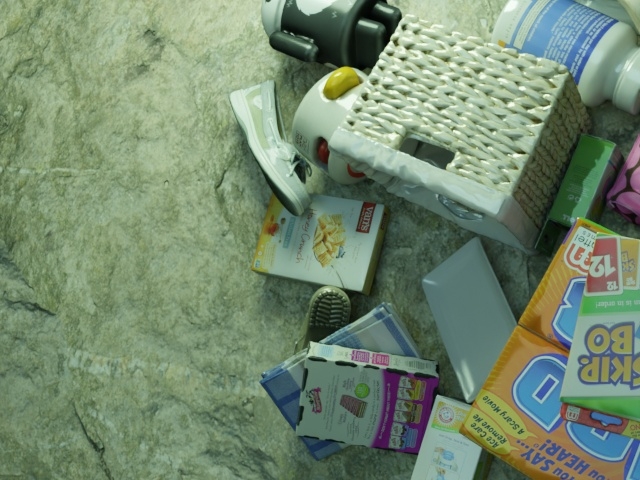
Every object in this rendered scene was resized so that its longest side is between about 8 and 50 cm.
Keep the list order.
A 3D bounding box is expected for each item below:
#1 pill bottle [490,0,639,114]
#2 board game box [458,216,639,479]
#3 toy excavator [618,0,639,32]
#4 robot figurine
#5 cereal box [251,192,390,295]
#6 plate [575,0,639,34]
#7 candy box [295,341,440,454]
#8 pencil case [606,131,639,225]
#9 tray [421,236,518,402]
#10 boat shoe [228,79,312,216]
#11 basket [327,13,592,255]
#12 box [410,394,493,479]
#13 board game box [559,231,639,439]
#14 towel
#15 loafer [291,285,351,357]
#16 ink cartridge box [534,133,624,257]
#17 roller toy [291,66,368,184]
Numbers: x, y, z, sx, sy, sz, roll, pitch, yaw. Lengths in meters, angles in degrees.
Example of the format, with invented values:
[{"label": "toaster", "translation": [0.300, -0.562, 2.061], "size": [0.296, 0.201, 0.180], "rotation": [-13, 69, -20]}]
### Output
[{"label": "pill bottle", "translation": [0.442, -0.321, 1.723], "size": [0.272, 0.152, 0.152], "rotation": [33, 96, 25]}, {"label": "board game box", "translation": [0.485, 0.225, 1.504], "size": [0.356, 0.356, 0.356], "rotation": [30, 94, 25]}, {"label": "toy excavator", "translation": [0.431, -0.520, 1.674], "size": [0.222, 0.433, 0.445], "rotation": [-39, 97, 10]}, {"label": "robot figurine", "translation": [0.019, -0.422, 1.915], "size": [0.278, 0.209, 0.174], "rotation": [25, 105, 25]}, {"label": "cereal box", "translation": [0.000, 0.000, 1.919], "size": [0.240, 0.047, 0.173], "rotation": [9, 77, 26]}, {"label": "plate", "translation": [0.593, -0.492, 1.743], "size": [0.277, 0.045, 0.278], "rotation": [11, 86, 26]}, {"label": "candy box", "translation": [0.081, 0.277, 1.765], "size": [0.233, 0.071, 0.159], "rotation": [9, 108, 2]}, {"label": "pencil case", "translation": [0.554, -0.129, 1.679], "size": [0.098, 0.095, 0.209], "rotation": [25, 92, -6]}, {"label": "tray", "translation": [0.271, 0.136, 1.744], "size": [0.145, 0.030, 0.270], "rotation": [-42, 46, 28]}, {"label": "boat shoe", "translation": [-0.083, -0.186, 1.943], "size": [0.103, 0.118, 0.320], "rotation": [-26, 53, 0]}, {"label": "basket", "translation": [0.248, -0.173, 1.691], "size": [0.328, 0.331, 0.266], "rotation": [25, 91, 25]}, {"label": "box", "translation": [0.231, 0.377, 1.727], "size": [0.103, 0.114, 0.203], "rotation": [17, 88, 25]}, {"label": "board game box", "translation": [0.403, 0.127, 1.343], "size": [0.124, 0.039, 0.259], "rotation": [12, 88, 25]}, {"label": "towel", "translation": [0.057, 0.257, 1.817], "size": [0.285, 0.034, 0.209], "rotation": [-31, 102, 14]}, {"label": "loafer", "translation": [0.002, 0.205, 1.873], "size": [0.102, 0.092, 0.268], "rotation": [17, 106, 0]}, {"label": "ink cartridge box", "translation": [0.442, -0.065, 1.707], "size": [0.062, 0.109, 0.209], "rotation": [23, 91, 26]}, {"label": "roller toy", "translation": [0.047, -0.214, 1.858], "size": [0.146, 0.209, 0.191], "rotation": [41, 105, 25]}]
